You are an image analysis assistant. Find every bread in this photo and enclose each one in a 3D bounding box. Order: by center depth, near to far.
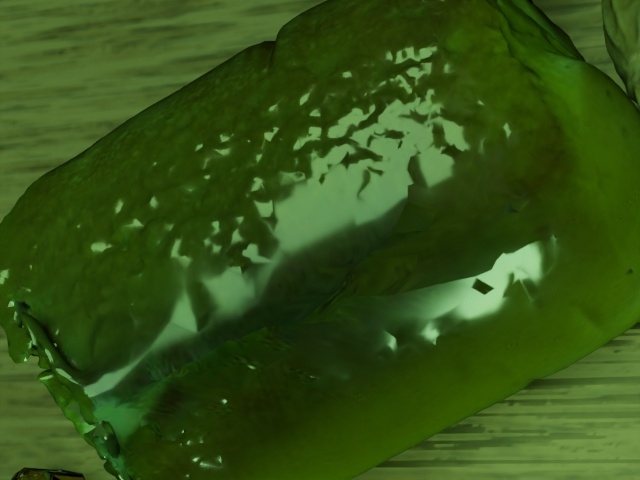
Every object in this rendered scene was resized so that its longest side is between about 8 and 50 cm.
[{"bbox_3d":[0.000,0.000,0.908,0.377,0.208,0.251,-28,75,11],"label":"bread"}]

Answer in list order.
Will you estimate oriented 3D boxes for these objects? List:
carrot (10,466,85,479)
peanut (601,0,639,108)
[{"bbox_3d":[-0.177,0.256,0.996,0.069,0.069,0.228,1,82,22],"label":"carrot"},{"bbox_3d":[0.208,-0.147,0.894,0.093,0.083,0.194,5,59,18],"label":"peanut"}]
